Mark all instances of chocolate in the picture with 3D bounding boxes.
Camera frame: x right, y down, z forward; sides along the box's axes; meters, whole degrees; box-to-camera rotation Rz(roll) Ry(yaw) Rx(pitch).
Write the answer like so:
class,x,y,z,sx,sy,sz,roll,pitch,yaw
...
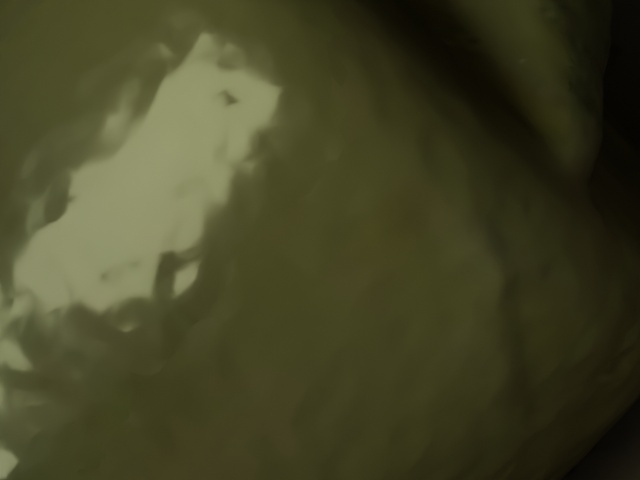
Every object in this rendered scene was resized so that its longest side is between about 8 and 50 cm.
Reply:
class,x,y,z,sx,sy,sz,roll,pitch,yaw
chocolate,0.000,0.000,0.482,0.297,0.314,0.326,-36,71,27
